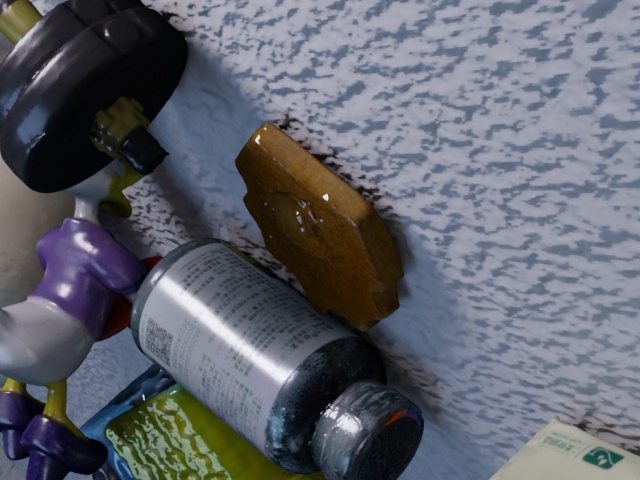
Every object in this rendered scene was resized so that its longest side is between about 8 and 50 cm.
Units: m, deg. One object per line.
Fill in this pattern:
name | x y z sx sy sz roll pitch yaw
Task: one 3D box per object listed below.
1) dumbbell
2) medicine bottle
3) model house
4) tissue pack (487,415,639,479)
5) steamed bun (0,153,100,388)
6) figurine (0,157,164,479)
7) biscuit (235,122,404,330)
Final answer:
dumbbell | -0.269 -0.200 1.240 0.388 0.185 0.185 46 157 12
medicine bottle | -0.040 0.121 1.354 0.293 0.141 0.141 35 153 35
model house | -0.102 0.237 1.584 0.237 0.215 0.303 54 152 -6
tissue pack | 0.223 0.321 0.973 0.380 0.297 0.207 19 144 49
steamed bun | -0.390 -0.022 1.663 0.374 0.241 0.374 37 149 27
figurine | -0.254 0.032 1.440 0.154 0.420 0.193 17 -179 41
biscuit | 0.002 -0.002 1.229 0.182 0.034 0.215 41 158 25
